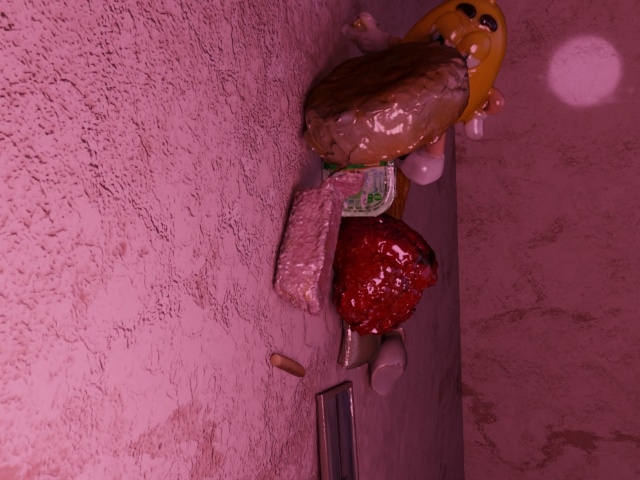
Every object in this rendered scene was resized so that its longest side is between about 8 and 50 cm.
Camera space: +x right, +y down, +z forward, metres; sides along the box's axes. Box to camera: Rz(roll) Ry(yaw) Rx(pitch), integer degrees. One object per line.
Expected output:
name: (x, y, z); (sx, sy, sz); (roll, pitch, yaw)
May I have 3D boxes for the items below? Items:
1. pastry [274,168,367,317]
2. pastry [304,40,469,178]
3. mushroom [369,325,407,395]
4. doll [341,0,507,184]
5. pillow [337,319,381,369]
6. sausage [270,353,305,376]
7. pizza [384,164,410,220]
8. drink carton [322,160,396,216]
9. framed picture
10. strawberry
pastry: (-0.012, -0.006, 1.214); (0.103, 0.112, 0.265); (74, 35, -67)
pastry: (0.124, -0.251, 1.287); (0.330, 0.329, 0.136); (-65, 140, -49)
mushroom: (0.171, 0.287, 1.789); (0.225, 0.093, 0.116); (-74, 173, -59)
doll: (0.217, -0.323, 1.489); (0.161, 0.348, 0.423); (-51, 139, -49)
pillow: (0.092, 0.223, 1.594); (0.208, 0.053, 0.119); (2, 86, -67)
sausage: (-0.052, 0.216, 1.223); (0.132, 0.024, 0.024); (45, 49, -63)
pizza: (0.160, -0.078, 1.746); (0.365, 0.074, 0.182); (-67, 153, -46)
drink carton: (0.088, -0.128, 1.452); (0.142, 0.146, 0.144); (-40, 129, -76)
framed picture: (0.041, 0.447, 1.466); (0.213, 0.016, 0.289); (11, 75, -71)
strawberry: (0.135, 0.066, 1.463); (0.274, 0.220, 0.274); (-2, 90, -68)
